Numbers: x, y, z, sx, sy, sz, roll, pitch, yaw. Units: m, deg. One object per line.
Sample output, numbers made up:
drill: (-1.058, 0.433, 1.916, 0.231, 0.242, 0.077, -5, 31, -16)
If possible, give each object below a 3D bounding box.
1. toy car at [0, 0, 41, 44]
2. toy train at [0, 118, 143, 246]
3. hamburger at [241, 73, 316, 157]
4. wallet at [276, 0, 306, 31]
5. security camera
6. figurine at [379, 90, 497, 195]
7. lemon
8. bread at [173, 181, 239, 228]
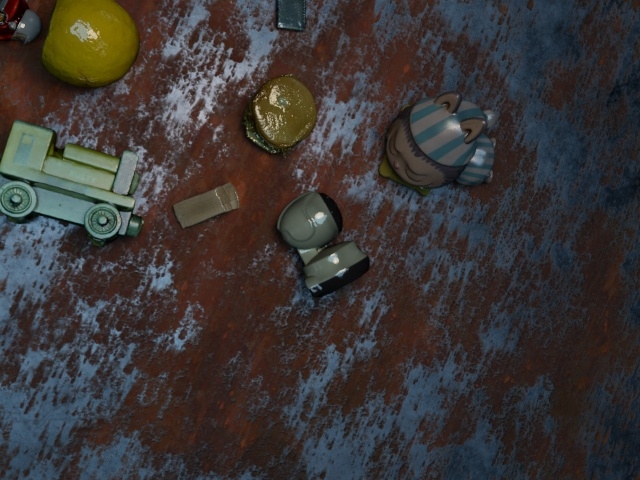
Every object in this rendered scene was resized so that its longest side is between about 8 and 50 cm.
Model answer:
toy car: (-0.758, -0.553, 1.596, 0.112, 0.112, 0.139, 25, 76, -29)
toy train: (-0.635, -0.139, 1.618, 0.397, 0.160, 0.253, 16, 80, -16)
hamburger: (-0.109, -0.353, 1.766, 0.189, 0.122, 0.215, 37, 79, -20)
wallet: (-0.083, -0.661, 1.807, 0.088, 0.026, 0.129, -1, 91, -19)
security camera: (0.000, 0.000, 1.782, 0.191, 0.197, 0.277, -29, 91, 1)
figurine: (0.386, -0.260, 1.772, 0.361, 0.377, 0.266, 5, 91, -14)
lemon: (-0.562, -0.493, 1.579, 0.219, 0.240, 0.240, 15, 88, -26)
bread: (-0.316, -0.098, 1.769, 0.152, 0.105, 0.077, -17, 98, 18)
